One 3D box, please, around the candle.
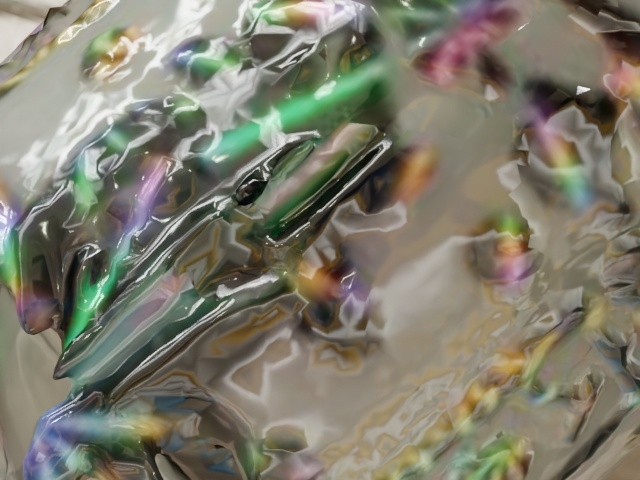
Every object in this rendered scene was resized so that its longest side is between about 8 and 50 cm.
[{"bbox_3d":[0.000,0.000,0.473,0.330,0.187,0.187,-43,72,-4],"label":"candle"}]
